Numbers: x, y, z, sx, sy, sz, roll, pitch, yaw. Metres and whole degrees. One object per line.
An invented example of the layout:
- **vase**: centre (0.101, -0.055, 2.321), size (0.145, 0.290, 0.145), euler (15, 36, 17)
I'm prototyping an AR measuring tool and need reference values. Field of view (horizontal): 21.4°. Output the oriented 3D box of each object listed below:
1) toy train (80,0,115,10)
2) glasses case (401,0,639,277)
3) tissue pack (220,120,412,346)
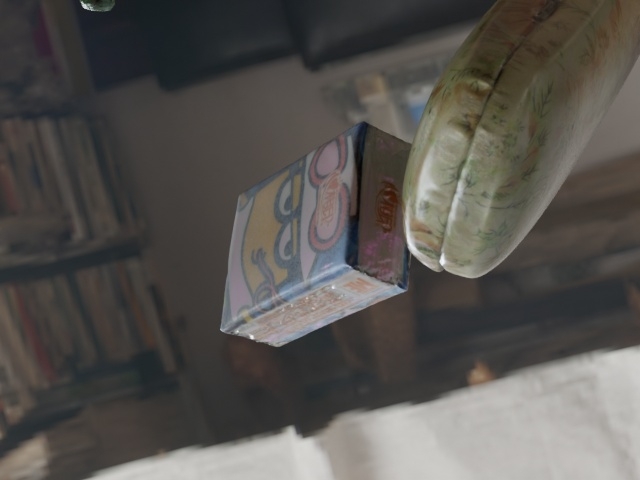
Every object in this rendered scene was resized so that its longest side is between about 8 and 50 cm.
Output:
- **toy train**: centre (-0.105, -0.171, 0.732), size (0.085, 0.119, 0.251), euler (0, -163, -16)
- **glasses case**: centre (0.157, -0.120, 1.165), size (0.098, 0.156, 0.425), euler (21, -146, 13)
- **tissue pack**: centre (0.000, 0.000, 1.181), size (0.065, 0.115, 0.155), euler (22, 150, -31)
